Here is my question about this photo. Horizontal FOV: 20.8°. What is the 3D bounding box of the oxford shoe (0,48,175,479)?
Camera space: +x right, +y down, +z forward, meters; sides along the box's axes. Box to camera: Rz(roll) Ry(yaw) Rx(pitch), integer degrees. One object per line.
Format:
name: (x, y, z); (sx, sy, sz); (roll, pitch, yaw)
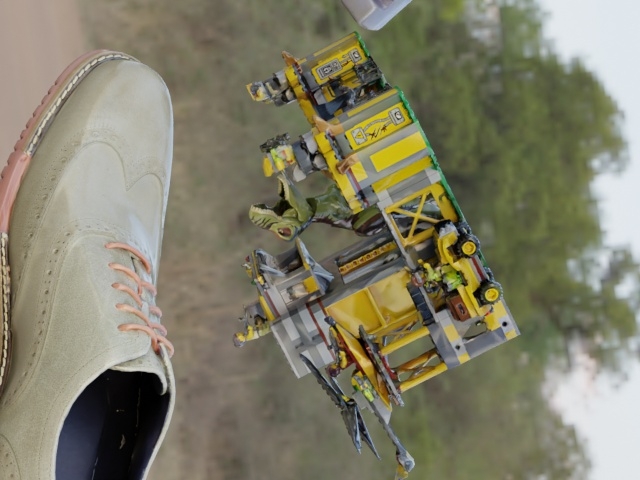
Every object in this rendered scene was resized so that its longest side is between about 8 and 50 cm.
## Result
oxford shoe: (-0.143, 0.055, 1.176); (0.140, 0.146, 0.397); (24, 69, -45)

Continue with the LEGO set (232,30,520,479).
LEGO set: (0.000, 0.000, 1.264); (0.255, 0.192, 0.331); (62, 2, -25)

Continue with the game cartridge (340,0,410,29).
game cartridge: (0.108, -0.382, 1.511); (0.230, 0.355, 0.068); (58, 21, 21)
